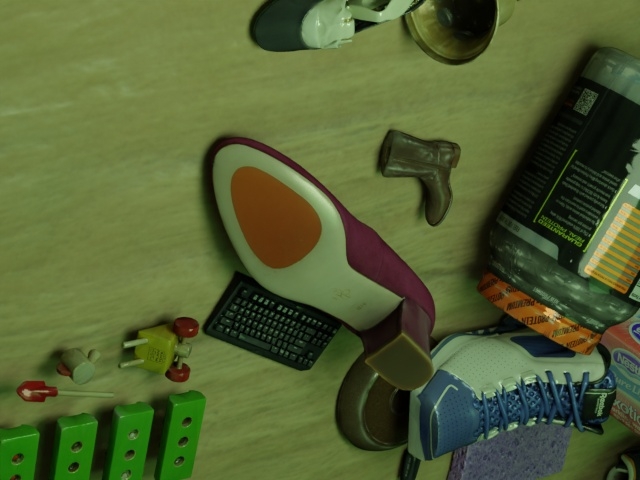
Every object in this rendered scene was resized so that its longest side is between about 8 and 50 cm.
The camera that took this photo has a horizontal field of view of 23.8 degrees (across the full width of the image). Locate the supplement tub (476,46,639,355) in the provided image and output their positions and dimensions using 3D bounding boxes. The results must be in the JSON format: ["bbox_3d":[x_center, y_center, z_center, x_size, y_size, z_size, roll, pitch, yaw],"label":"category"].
[{"bbox_3d":[0.342,-0.045,1.841,0.207,0.207,0.338,24,100,-46],"label":"supplement tub"}]

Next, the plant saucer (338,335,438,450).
[{"bbox_3d":[0.098,0.194,1.901,0.168,0.029,0.168,-17,121,-31],"label":"plant saucer"}]

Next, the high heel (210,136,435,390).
[{"bbox_3d":[0.000,0.000,1.697,0.127,0.181,0.377,-29,119,14],"label":"high heel"}]

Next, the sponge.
[{"bbox_3d":[0.265,0.294,2.113,0.210,0.031,0.117,-12,123,-34],"label":"sponge"}]

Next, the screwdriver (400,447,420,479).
[{"bbox_3d":[0.127,0.242,1.980,0.024,0.025,0.170,-3,109,-38],"label":"screwdriver"}]

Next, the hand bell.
[{"bbox_3d":[0.214,-0.279,1.685,0.242,0.126,0.126,-23,130,-45],"label":"hand bell"}]

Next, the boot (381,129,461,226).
[{"bbox_3d":[0.106,-0.071,1.748,0.114,0.037,0.106,3,100,-45],"label":"boot"}]

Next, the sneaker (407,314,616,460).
[{"bbox_3d":[0.264,0.181,1.899,0.315,0.182,0.127,-26,125,-41],"label":"sneaker"}]

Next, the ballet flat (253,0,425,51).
[{"bbox_3d":[0.029,-0.237,1.557,0.203,0.074,0.074,-24,129,-27],"label":"ballet flat"}]

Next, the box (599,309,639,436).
[{"bbox_3d":[0.460,0.167,2.003,0.154,0.300,0.142,-25,131,-25],"label":"box"}]

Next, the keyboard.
[{"bbox_3d":[-0.044,0.086,1.730,0.180,0.023,0.108,26,97,-47],"label":"keyboard"}]

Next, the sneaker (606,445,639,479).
[{"bbox_3d":[0.514,0.357,2.309,0.321,0.127,0.126,-39,147,-51],"label":"sneaker"}]

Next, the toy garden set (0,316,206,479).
[{"bbox_3d":[-0.237,0.181,1.612,0.244,0.049,0.204,-8,122,-36],"label":"toy garden set"}]
